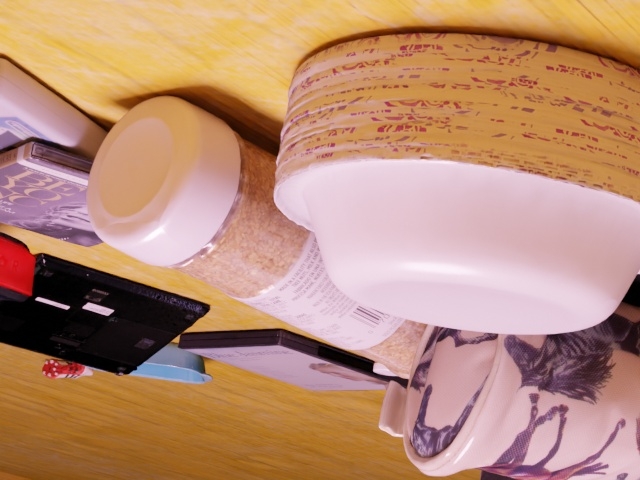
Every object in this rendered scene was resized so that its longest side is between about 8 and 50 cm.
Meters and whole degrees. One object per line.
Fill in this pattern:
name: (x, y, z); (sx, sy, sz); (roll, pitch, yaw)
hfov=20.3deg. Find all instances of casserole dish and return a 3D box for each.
casserole dish: (-0.232, 0.154, 2.347); (0.188, 0.037, 0.114); (8, 166, 7)

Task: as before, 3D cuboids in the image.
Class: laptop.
laptop: (-0.304, 0.062, 2.074); (0.234, 0.137, 0.264); (19, 137, -38)

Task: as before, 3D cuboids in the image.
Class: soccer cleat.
soccer cleat: (-0.365, 0.187, 2.572); (0.083, 0.029, 0.035); (-7, 156, 33)

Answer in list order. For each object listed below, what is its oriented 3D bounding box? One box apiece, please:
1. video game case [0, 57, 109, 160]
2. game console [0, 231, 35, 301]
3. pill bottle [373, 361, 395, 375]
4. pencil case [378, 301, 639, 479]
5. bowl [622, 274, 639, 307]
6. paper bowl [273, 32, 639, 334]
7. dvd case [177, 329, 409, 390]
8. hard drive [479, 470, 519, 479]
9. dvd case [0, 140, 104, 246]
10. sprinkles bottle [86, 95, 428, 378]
video game case: (-0.306, -0.077, 1.475); (0.300, 0.036, 0.329); (3, 165, 23)
game console: (-0.480, -0.010, 1.697); (0.386, 0.060, 0.342); (19, 168, -20)
pill bottle: (0.075, 0.095, 1.835); (0.043, 0.083, 0.043); (8, 166, 2)
pencil case: (0.263, 0.143, 1.434); (0.410, 0.160, 0.183); (13, 141, -19)
bowl: (0.322, 0.036, 1.474); (0.391, 0.077, 0.391); (8, 166, 2)
paper bowl: (0.109, -0.025, 1.218); (0.284, 0.148, 0.284); (7, 167, 2)
dvd case: (-0.029, 0.153, 2.254); (0.180, 0.022, 0.253); (-5, 161, 43)
hard drive: (0.279, 0.219, 1.894); (0.064, 0.237, 0.339); (-1, 164, 36)
dvd case: (-0.214, -0.033, 1.481); (0.164, 0.018, 0.221); (18, 163, -31)
sprinkles bottle: (-0.018, 0.007, 1.417); (0.121, 0.121, 0.355); (-5, 157, 43)
